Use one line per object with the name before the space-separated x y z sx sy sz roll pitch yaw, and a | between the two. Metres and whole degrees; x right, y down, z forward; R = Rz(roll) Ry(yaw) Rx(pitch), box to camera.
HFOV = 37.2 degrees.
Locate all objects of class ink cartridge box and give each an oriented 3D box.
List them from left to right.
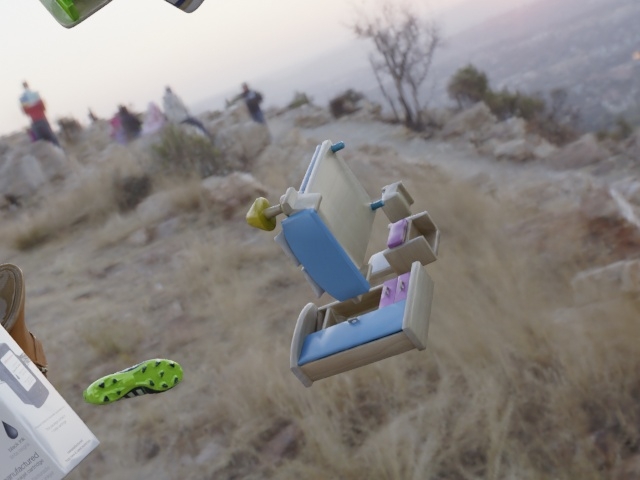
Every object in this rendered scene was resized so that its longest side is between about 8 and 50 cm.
ink cartridge box | -0.407 0.210 1.108 0.172 0.237 0.100 -40 1 16

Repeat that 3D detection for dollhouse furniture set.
dollhouse furniture set | 0.000 0.000 1.328 0.198 0.303 0.286 -22 31 27

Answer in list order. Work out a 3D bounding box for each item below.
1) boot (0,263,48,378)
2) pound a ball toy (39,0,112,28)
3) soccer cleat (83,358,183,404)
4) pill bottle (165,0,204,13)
boot | -0.430 0.136 1.340 0.073 0.197 0.152 9 -7 12
pound a ball toy | -0.415 -0.459 1.385 0.136 0.319 0.208 -39 -13 -9
soccer cleat | -0.324 0.244 1.644 0.179 0.060 0.072 -10 -5 -37
pill bottle | -0.199 -0.336 1.069 0.094 0.169 0.094 -46 30 36
